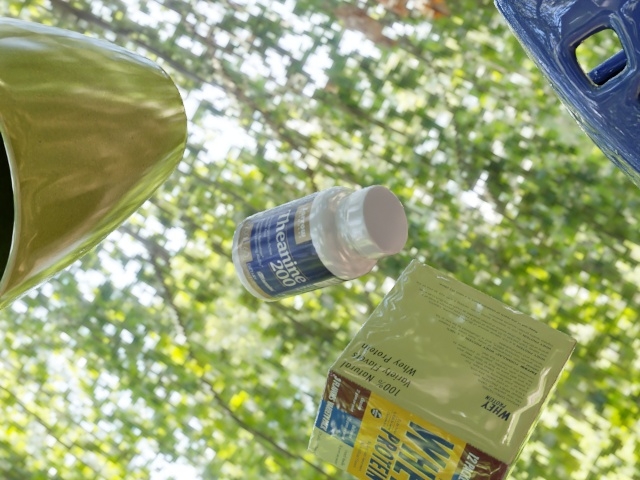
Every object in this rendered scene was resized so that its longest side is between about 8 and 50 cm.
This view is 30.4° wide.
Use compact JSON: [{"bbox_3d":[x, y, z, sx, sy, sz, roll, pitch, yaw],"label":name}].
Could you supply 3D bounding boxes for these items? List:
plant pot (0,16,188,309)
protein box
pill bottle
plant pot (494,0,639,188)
[{"bbox_3d":[-0.267,-0.087,1.084,0.293,0.274,0.275,-23,-41,-54],"label":"plant pot"},{"bbox_3d":[0.128,0.163,1.239,0.201,0.199,0.136,-49,-21,-45],"label":"protein box"},{"bbox_3d":[0.000,0.000,0.835,0.067,0.120,0.067,21,-120,-44],"label":"pill bottle"},{"bbox_3d":[0.274,-0.099,0.715,0.236,0.212,0.236,-32,-19,17],"label":"plant pot"}]
